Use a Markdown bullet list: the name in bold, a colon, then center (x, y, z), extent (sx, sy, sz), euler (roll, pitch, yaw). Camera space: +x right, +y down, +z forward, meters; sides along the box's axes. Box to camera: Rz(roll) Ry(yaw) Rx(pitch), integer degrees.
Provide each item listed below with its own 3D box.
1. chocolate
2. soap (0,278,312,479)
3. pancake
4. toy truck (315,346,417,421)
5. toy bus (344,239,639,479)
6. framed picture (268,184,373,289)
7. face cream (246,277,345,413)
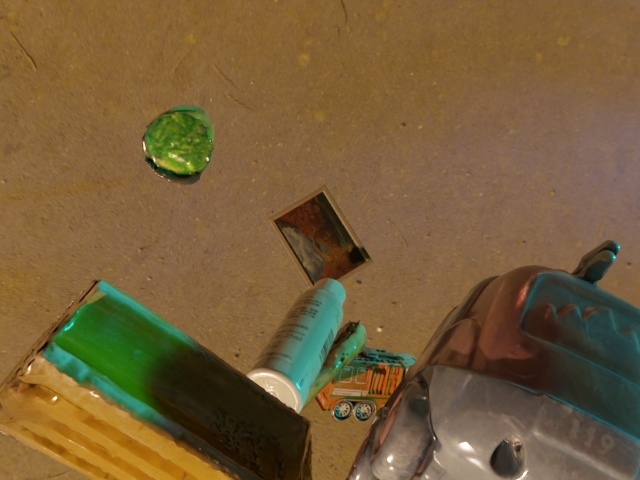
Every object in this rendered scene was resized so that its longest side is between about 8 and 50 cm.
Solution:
- **chocolate**: center (-0.228, -0.182, 0.851), extent (0.110, 0.291, 0.110), euler (-3, 111, -8)
- **soap**: center (-0.103, 0.153, 0.375), extent (0.257, 0.160, 0.080), euler (41, 43, -19)
- **pancake**: center (-0.036, 0.316, 1.084), extent (0.382, 0.382, 0.071), euler (-42, 82, -16)
- **toy truck**: center (0.175, 0.454, 1.621), extent (0.388, 0.173, 0.206), euler (10, 100, -21)
- **toy bus**: center (0.163, 0.145, 0.430), extent (0.198, 0.294, 0.231), euler (25, 61, 11)
- **framed picture**: center (0.000, 0.000, 1.330), extent (0.184, 0.016, 0.249), euler (-30, 84, -2)
- **face cream**: center (-0.021, 0.135, 0.712), extent (0.082, 0.269, 0.081), euler (7, 115, 16)
